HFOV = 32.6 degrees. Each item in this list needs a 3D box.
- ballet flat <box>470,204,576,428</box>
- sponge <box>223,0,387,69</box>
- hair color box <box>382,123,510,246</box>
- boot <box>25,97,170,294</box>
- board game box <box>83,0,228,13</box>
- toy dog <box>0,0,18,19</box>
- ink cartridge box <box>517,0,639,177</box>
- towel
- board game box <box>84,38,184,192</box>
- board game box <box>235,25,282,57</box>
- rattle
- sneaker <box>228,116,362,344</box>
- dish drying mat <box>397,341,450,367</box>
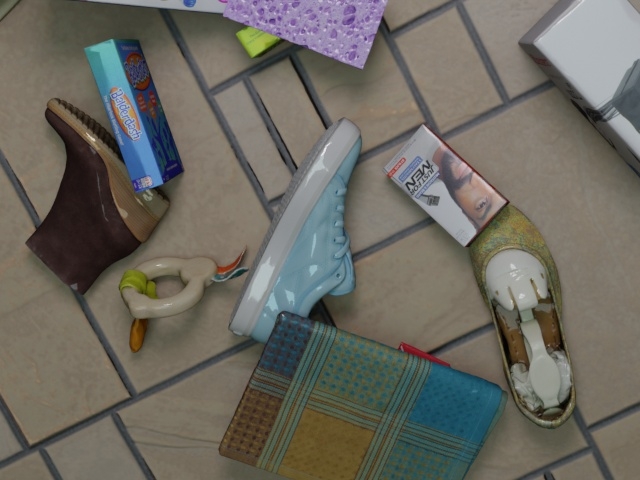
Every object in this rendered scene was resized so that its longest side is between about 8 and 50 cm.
[{"bbox_3d":[0.305,0.115,1.607,0.123,0.123,0.348,-14,99,7],"label":"ballet flat"},{"bbox_3d":[-0.019,-0.325,1.496,0.210,0.031,0.117,21,101,0],"label":"sponge"},{"bbox_3d":[0.182,-0.079,1.591,0.167,0.053,0.093,43,100,11],"label":"hair color box"},{"bbox_3d":[-0.373,-0.064,1.634,0.207,0.090,0.248,-42,99,8],"label":"boot"},{"bbox_3d":[-0.228,-0.465,1.463,0.308,0.086,0.302,-4,104,-37],"label":"board game box"},{"bbox_3d":[-0.551,-0.524,1.471,0.395,0.284,0.408,-43,93,6],"label":"toy dog"},{"bbox_3d":[0.423,-0.201,1.485,0.129,0.223,0.307,-43,95,11],"label":"ink cartridge box"},{"bbox_3d":[0.063,0.272,1.641,0.370,0.040,0.271,21,111,-10],"label":"towel"},{"bbox_3d":[-0.264,-0.183,1.570,0.047,0.160,0.210,-18,99,7],"label":"board game box"},{"bbox_3d":[-0.030,-0.328,1.560,0.181,0.092,0.043,-32,97,9],"label":"board game box"},{"bbox_3d":[-0.197,0.094,1.665,0.199,0.130,0.143,-17,112,-20],"label":"rattle"},{"bbox_3d":[0.000,0.000,1.610,0.150,0.135,0.366,24,110,-8],"label":"sneaker"},{"bbox_3d":[0.156,0.187,1.685,0.083,0.008,0.032,26,100,-1],"label":"dish drying mat"}]
